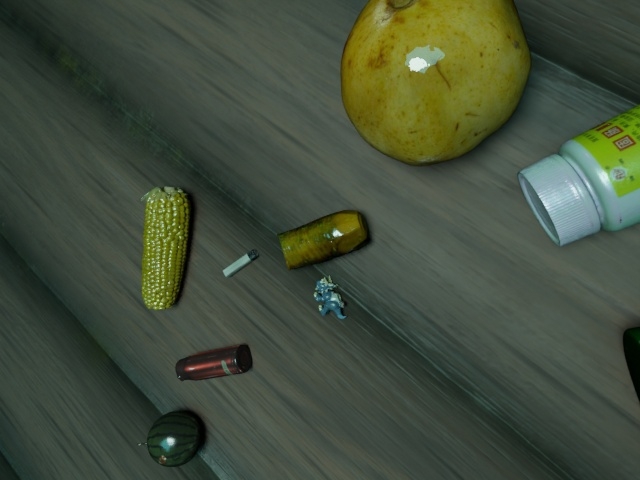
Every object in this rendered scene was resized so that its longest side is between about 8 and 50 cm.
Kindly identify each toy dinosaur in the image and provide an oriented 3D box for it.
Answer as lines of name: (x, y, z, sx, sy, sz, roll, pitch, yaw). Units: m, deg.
toy dinosaur: (0.019, 0.108, 0.743, 0.047, 0.030, 0.083, -23, 83, 22)

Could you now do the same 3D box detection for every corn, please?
corn: (-0.328, 0.016, 0.848, 0.091, 0.091, 0.260, 12, 98, 19)

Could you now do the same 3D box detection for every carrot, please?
carrot: (0.000, 0.000, 0.723, 0.173, 0.082, 0.082, -20, 83, 17)

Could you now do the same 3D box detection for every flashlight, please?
flashlight: (-0.162, 0.047, 0.820, 0.083, 0.018, 0.018, -34, 78, 19)

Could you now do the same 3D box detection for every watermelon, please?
watermelon: (-0.313, 0.411, 0.834, 0.133, 0.105, 0.105, -7, 88, 2)

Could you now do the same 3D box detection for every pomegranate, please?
pomegranate: (0.158, -0.231, 0.570, 0.264, 0.264, 0.264, 0, 91, 22)

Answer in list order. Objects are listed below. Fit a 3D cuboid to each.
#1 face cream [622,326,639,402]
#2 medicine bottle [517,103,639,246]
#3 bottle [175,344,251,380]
face cream: (0.567, 0.164, 0.426, 0.357, 0.219, 0.312, -18, 86, 24)
medicine bottle: (0.401, -0.093, 0.532, 0.225, 0.139, 0.139, -28, 81, 20)
bottle: (-0.224, 0.253, 0.829, 0.164, 0.060, 0.060, -16, 85, 21)
